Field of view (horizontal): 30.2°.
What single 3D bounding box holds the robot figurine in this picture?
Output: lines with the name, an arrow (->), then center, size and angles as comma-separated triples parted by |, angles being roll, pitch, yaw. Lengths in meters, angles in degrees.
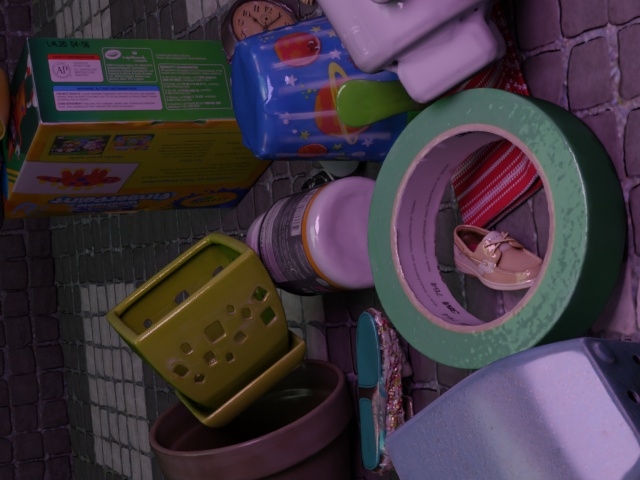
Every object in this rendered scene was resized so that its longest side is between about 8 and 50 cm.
robot figurine -> 0.077, -0.335, 1.372 | 0.353, 0.199, 0.300 | 59, -165, 0

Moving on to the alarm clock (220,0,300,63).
alarm clock -> -0.094, -0.350, 1.940 | 0.064, 0.129, 0.192 | 135, 146, -60

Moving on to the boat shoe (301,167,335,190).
boat shoe -> -0.002, -0.084, 1.855 | 0.046, 0.038, 0.125 | 58, 169, -9

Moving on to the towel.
towel -> 0.195, -0.163, 1.495 | 0.199, 0.031, 0.275 | -47, 54, 57

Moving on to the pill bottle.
pill bottle -> 0.000, 0.000, 1.767 | 0.278, 0.162, 0.162 | -12, 83, 64

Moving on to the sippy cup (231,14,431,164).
sippy cup -> 0.003, -0.205, 1.617 | 0.305, 0.224, 0.240 | 119, 138, -64

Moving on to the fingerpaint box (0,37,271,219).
fingerpaint box -> -0.306, -0.188, 2.026 | 0.371, 0.444, 0.163 | -45, 54, 57

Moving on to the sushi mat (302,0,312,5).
sushi mat -> -0.020, -0.542, 1.865 | 0.151, 0.019, 0.317 | 52, 138, 49

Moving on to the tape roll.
tape roll -> 0.193, -0.012, 1.369 | 0.321, 0.077, 0.321 | -4, 84, 45

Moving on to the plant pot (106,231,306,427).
plant pot -> -0.164, 0.142, 1.814 | 0.207, 0.227, 0.228 | 56, 168, -17

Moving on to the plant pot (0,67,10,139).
plant pot -> -0.548, -0.232, 1.890 | 0.134, 0.134, 0.095 | -51, 19, 54

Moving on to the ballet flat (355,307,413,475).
ballet flat -> 0.095, 0.215, 1.707 | 0.091, 0.077, 0.241 | 4, 96, 62

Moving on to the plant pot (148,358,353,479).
plant pot -> -0.078, 0.379, 1.879 | 0.323, 0.323, 0.280 | 13, 122, 62

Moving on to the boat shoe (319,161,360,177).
boat shoe -> 0.008, -0.194, 1.827 | 0.070, 0.077, 0.219 | 57, -169, -76

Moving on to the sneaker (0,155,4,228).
sneaker -> -0.557, -0.106, 1.983 | 0.089, 0.051, 0.170 | 121, 140, -56

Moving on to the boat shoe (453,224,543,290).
boat shoe -> 0.212, 0.017, 1.443 | 0.170, 0.063, 0.059 | 18, 130, 59

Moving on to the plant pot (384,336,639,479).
plant pot -> 0.267, 0.233, 1.209 | 0.252, 0.247, 0.248 | -51, 48, 32
